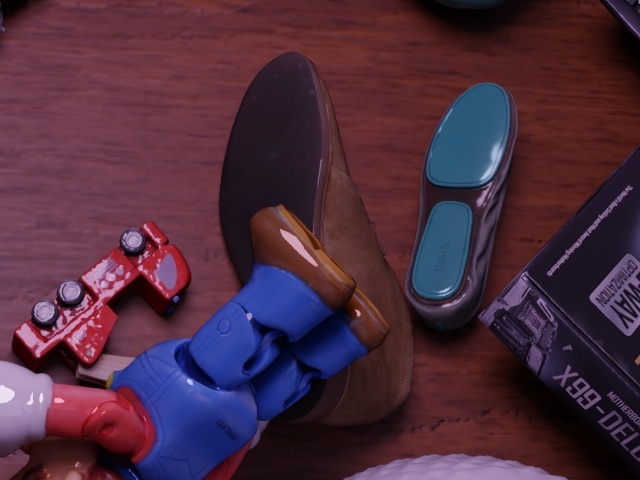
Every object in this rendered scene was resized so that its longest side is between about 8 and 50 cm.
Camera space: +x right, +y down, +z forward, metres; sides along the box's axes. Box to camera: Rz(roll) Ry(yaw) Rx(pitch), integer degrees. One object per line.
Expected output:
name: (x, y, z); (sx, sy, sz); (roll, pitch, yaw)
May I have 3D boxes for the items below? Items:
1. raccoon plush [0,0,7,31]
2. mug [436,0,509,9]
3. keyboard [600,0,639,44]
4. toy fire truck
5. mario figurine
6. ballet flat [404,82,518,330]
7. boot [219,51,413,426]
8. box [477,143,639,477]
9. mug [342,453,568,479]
raccoon plush: (-0.147, -0.316, 1.062); (0.216, 0.299, 0.446); (26, 67, -5)
mug: (0.132, -0.258, 1.221); (0.158, 0.097, 0.129); (-8, 50, -43)
keyboard: (0.372, -0.121, 1.228); (0.317, 0.033, 0.201); (51, 31, 13)
toy fire truck: (-0.153, 0.090, 1.060); (0.192, 0.047, 0.135); (-41, 86, -24)
mario figurine: (-0.123, 0.104, 0.946); (0.320, 0.170, 0.198); (-41, 108, -3)
ballet flat: (0.115, -0.026, 1.164); (0.072, 0.068, 0.213); (7, 65, 21)
boot: (0.000, 0.000, 1.122); (0.115, 0.112, 0.305); (14, 61, -42)
box: (0.302, 0.048, 1.135); (0.242, 0.076, 0.307); (45, 51, 5)
mug: (0.095, 0.317, 0.897); (0.276, 0.328, 0.374); (-11, 75, -18)
